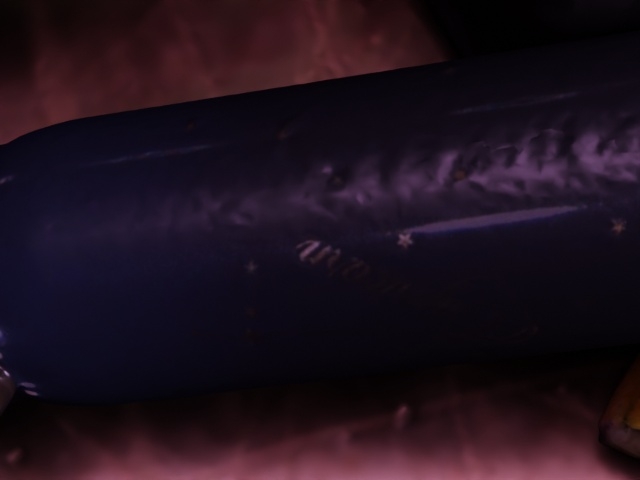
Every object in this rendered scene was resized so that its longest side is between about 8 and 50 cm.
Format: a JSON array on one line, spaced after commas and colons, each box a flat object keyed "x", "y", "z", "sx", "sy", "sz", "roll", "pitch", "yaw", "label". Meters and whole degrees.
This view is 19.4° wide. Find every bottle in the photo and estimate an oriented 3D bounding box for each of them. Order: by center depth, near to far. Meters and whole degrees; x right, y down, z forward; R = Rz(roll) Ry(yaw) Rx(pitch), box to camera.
[{"x": 0.000, "y": 0.000, "z": 0.444, "sx": 0.244, "sy": 0.072, "sz": 0.082, "roll": -7, "pitch": 48, "yaw": 16, "label": "bottle"}]

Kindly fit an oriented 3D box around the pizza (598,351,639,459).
[{"x": 0.166, "y": 0.051, "z": 0.443, "sx": 0.185, "sy": 0.036, "sz": 0.176, "roll": -17, "pitch": 68, "yaw": 0, "label": "pizza"}]

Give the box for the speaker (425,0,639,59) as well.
[{"x": 0.044, "y": -0.246, "z": 0.500, "sx": 0.184, "sy": 0.180, "sz": 0.388, "roll": -24, "pitch": 68, "yaw": -9, "label": "speaker"}]
